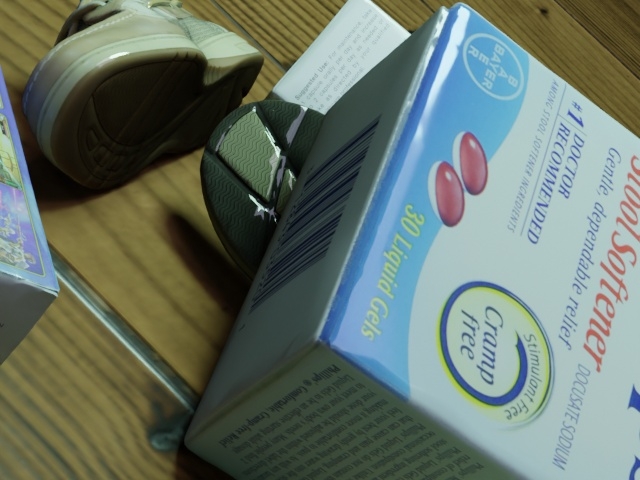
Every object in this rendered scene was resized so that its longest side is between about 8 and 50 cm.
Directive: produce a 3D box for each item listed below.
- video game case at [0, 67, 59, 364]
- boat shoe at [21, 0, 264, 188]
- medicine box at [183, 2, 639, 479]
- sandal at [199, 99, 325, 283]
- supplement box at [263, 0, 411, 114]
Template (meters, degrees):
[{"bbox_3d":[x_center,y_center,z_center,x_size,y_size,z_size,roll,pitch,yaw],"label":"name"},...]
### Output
[{"bbox_3d":[-0.269,-0.078,0.828,0.244,0.061,0.269,22,30,-35],"label":"video game case"},{"bbox_3d":[-0.127,-0.109,1.060,0.098,0.109,0.302,38,17,6],"label":"boat shoe"},{"bbox_3d":[0.112,0.062,0.942,0.289,0.149,0.263,34,50,-15],"label":"medicine box"},{"bbox_3d":[0.037,0.036,1.079,0.303,0.086,0.120,43,67,-7],"label":"sandal"},{"bbox_3d":[0.063,-0.055,1.194,0.220,0.111,0.114,39,67,-4],"label":"supplement box"}]
